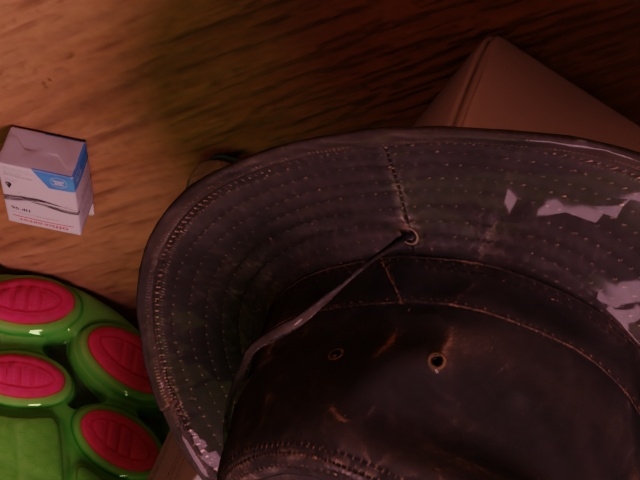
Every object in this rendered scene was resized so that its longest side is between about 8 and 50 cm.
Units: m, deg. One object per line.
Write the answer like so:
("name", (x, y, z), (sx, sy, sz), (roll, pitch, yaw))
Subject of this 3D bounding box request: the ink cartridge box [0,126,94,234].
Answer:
("ink cartridge box", (-0.166, -0.031, 1.212), (0.048, 0.028, 0.083), (12, 150, 6))

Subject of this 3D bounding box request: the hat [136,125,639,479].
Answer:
("hat", (0.054, 0.099, 0.887), (0.331, 0.134, 0.331), (10, 129, 13))

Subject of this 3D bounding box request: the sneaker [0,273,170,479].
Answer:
("sneaker", (-0.110, 0.178, 1.381), (0.482, 0.185, 0.202), (23, 145, -12))

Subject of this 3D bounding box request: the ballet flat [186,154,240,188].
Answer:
("ballet flat", (0.000, 0.000, 1.166), (0.168, 0.052, 0.057), (16, 150, -3))

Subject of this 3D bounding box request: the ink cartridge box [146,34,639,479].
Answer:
("ink cartridge box", (0.093, 0.124, 1.095), (0.285, 0.166, 0.395), (31, 133, -9))
